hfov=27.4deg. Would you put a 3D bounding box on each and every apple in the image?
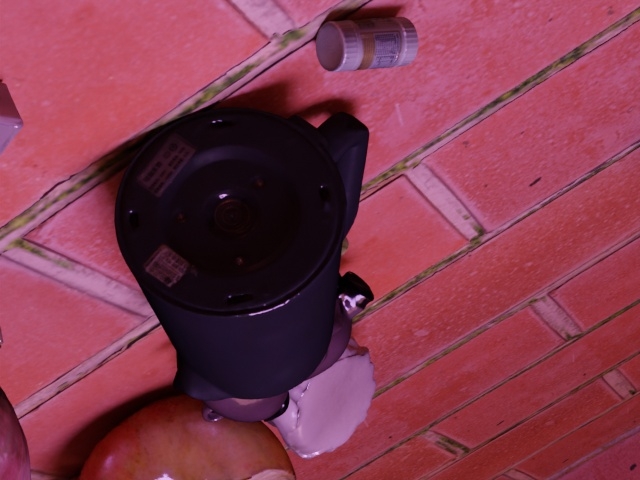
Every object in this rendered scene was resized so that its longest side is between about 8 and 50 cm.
[{"bbox_3d":[-0.192,0.297,1.720,0.293,0.163,0.251,-21,160,-2],"label":"apple"}]

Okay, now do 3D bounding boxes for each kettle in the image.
[{"bbox_3d":[-0.070,0.003,1.295,0.203,0.262,0.308,9,158,5],"label":"kettle"}]

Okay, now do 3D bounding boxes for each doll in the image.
[{"bbox_3d":[-0.057,0.128,1.580,0.257,0.117,0.182,-42,136,22],"label":"doll"}]

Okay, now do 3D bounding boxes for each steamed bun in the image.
[{"bbox_3d":[-0.010,0.197,1.754,0.183,0.106,0.182,-27,130,-37],"label":"steamed bun"}]

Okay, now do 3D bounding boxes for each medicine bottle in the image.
[{"bbox_3d":[0.042,-0.176,1.174,0.083,0.047,0.047,-10,150,-34],"label":"medicine bottle"}]

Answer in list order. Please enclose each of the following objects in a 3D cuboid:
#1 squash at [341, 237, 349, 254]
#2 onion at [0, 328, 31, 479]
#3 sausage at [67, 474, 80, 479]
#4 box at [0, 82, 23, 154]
[{"bbox_3d":[0.000,0.000,1.499,0.027,0.027,0.083,-39,155,22],"label":"squash"},{"bbox_3d":[-0.418,0.189,1.101,0.354,0.353,0.353,-23,155,-11],"label":"onion"},{"bbox_3d":[-0.294,0.391,1.886,0.093,0.093,0.312,-31,155,8],"label":"sausage"},{"bbox_3d":[-0.416,-0.055,0.928,0.365,0.051,0.204,4,140,-50],"label":"box"}]
